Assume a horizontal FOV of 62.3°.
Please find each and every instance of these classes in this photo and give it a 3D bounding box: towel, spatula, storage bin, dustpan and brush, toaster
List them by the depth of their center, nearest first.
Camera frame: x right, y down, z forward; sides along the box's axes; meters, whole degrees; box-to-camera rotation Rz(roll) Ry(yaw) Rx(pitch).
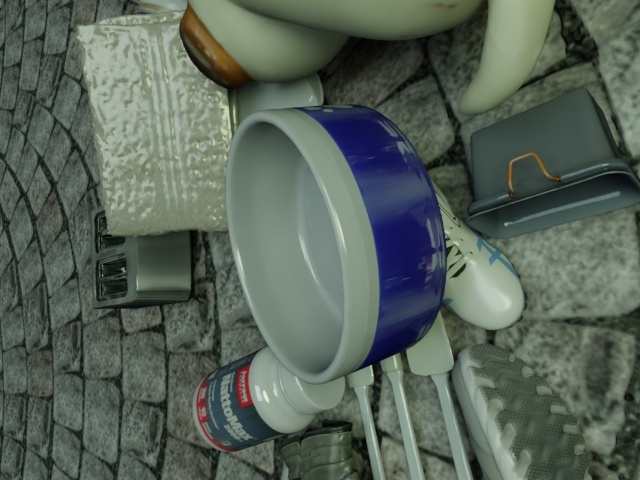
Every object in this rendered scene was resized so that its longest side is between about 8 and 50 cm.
[{"bbox_3d":[0.193,-0.068,0.466,0.135,0.098,0.091,-20,64,37],"label":"storage bin"},{"bbox_3d":[0.090,0.186,0.562,0.168,0.019,0.241,-25,71,45],"label":"spatula"},{"bbox_3d":[-0.200,-0.145,0.681,0.187,0.049,0.282,-3,100,4],"label":"towel"},{"bbox_3d":[-0.069,-0.228,0.725,0.147,0.060,0.211,-27,77,34],"label":"dustpan and brush"},{"bbox_3d":[-0.283,0.025,0.843,0.186,0.110,0.167,-11,81,39],"label":"toaster"}]

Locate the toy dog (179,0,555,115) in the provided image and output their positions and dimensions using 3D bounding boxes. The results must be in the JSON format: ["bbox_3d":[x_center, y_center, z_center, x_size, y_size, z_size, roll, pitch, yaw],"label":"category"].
[{"bbox_3d":[0.006,-0.288,0.481,0.284,0.395,0.408,-46,18,-19],"label":"toy dog"}]

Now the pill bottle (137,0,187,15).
[{"bbox_3d":[-0.213,-0.202,0.772,0.153,0.153,0.264,28,105,38],"label":"pill bottle"}]

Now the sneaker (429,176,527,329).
[{"bbox_3d":[0.106,-0.005,0.533,0.085,0.086,0.237,-50,59,24],"label":"sneaker"}]

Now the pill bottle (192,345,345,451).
[{"bbox_3d":[-0.063,0.186,0.647,0.180,0.108,0.107,-31,67,34],"label":"pill bottle"}]

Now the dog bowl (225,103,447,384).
[{"bbox_3d":[0.000,0.000,0.531,0.265,0.104,0.264,36,133,52],"label":"dog bowl"}]

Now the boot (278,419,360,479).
[{"bbox_3d":[0.036,0.273,0.563,0.247,0.084,0.161,-28,68,44],"label":"boot"}]

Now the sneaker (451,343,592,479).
[{"bbox_3d":[0.169,0.229,0.451,0.115,0.105,0.281,-45,53,45],"label":"sneaker"}]
